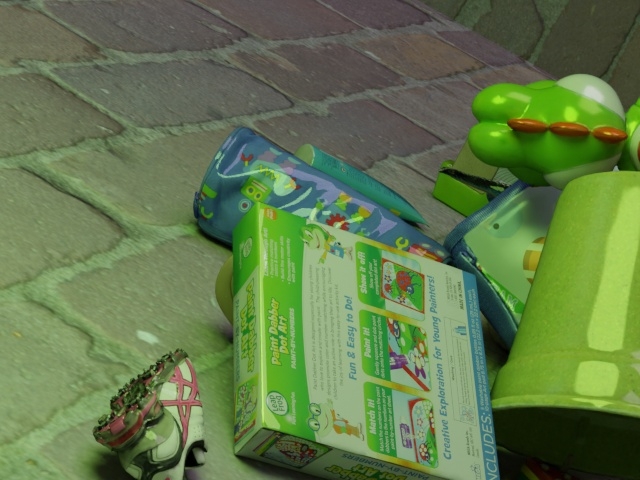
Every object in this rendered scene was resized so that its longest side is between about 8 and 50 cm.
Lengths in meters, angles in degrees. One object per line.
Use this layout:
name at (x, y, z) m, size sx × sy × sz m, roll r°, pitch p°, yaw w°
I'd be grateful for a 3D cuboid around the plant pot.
plant pot at (0.303, 0.080, 1.624) m, size 0.276 × 0.254 × 0.276 m, roll 11°, pitch -19°, yaw 4°

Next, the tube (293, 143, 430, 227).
tube at (0.054, -0.070, 2.239) m, size 0.207 × 0.052 × 0.080 m, roll 22°, pitch 22°, yaw -32°

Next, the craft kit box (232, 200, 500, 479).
craft kit box at (0.039, 0.107, 1.517) m, size 0.246 × 0.061 × 0.250 m, roll 21°, pitch 45°, yaw -26°

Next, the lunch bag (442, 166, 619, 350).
lunch bag at (0.371, 0.047, 1.880) m, size 0.385 × 0.239 × 0.328 m, roll -26°, pitch 65°, yaw -23°

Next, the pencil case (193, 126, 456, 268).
pencil case at (0.000, 0.000, 1.838) m, size 0.306 × 0.133 × 0.119 m, roll 32°, pitch -26°, yaw 14°

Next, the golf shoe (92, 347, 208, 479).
golf shoe at (-0.126, 0.148, 1.339) m, size 0.086 × 0.067 × 0.186 m, roll 52°, pitch 15°, yaw -9°

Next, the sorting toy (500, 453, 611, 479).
sorting toy at (0.240, 0.248, 1.591) m, size 0.132 × 0.046 × 0.274 m, roll 33°, pitch 19°, yaw 20°

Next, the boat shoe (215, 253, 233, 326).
boat shoe at (0.024, 0.092, 1.648) m, size 0.285 × 0.103 × 0.092 m, roll 27°, pitch 11°, yaw -10°

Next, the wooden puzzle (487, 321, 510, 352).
wooden puzzle at (0.382, 0.122, 2.102) m, size 0.347 × 0.081 × 0.322 m, roll 28°, pitch 17°, yaw 3°

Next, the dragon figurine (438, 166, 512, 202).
dragon figurine at (0.296, -0.043, 2.246) m, size 0.289 × 0.144 × 0.085 m, roll 44°, pitch 41°, yaw -21°

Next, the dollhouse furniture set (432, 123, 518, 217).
dollhouse furniture set at (0.322, -0.104, 2.538) m, size 0.197 × 0.151 × 0.301 m, roll 32°, pitch 18°, yaw 16°

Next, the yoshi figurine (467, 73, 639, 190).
yoshi figurine at (0.331, -0.104, 1.734) m, size 0.362 × 0.203 × 0.204 m, roll 9°, pitch 56°, yaw 1°
